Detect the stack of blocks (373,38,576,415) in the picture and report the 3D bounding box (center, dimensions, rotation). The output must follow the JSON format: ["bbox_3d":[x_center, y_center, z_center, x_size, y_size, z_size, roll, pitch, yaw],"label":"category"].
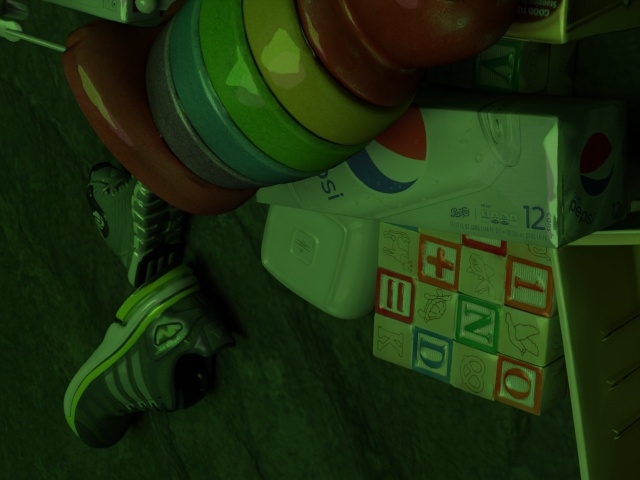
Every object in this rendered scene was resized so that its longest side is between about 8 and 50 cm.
[{"bbox_3d":[0.141,-0.028,0.957,0.171,0.087,0.297,16,114,38],"label":"stack of blocks"}]

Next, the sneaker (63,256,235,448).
[{"bbox_3d":[-0.196,0.158,1.316,0.121,0.111,0.300,47,132,15],"label":"sneaker"}]

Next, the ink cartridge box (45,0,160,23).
[{"bbox_3d":[-0.295,-0.356,1.262,0.311,0.065,0.185,20,117,34],"label":"ink cartridge box"}]

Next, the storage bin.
[{"bbox_3d":[0.319,0.106,0.816,0.260,0.123,0.262,-1,103,43],"label":"storage bin"}]

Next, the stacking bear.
[{"bbox_3d":[0.000,-0.134,0.762,0.289,0.175,0.164,-23,96,40],"label":"stacking bear"}]

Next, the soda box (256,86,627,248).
[{"bbox_3d":[0.079,-0.065,0.872,0.286,0.098,0.091,11,110,42],"label":"soda box"}]

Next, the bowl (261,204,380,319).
[{"bbox_3d":[0.000,0.000,1.120,0.142,0.053,0.142,33,125,28],"label":"bowl"}]

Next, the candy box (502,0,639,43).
[{"bbox_3d":[0.186,-0.298,0.760,0.088,0.183,0.316,19,116,40],"label":"candy box"}]

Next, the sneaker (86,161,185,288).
[{"bbox_3d":[-0.201,-0.066,1.260,0.132,0.086,0.228,42,129,28],"label":"sneaker"}]

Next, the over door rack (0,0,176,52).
[{"bbox_3d":[-0.182,-0.252,1.104,0.324,0.108,0.239,24,120,11],"label":"over door rack"}]
